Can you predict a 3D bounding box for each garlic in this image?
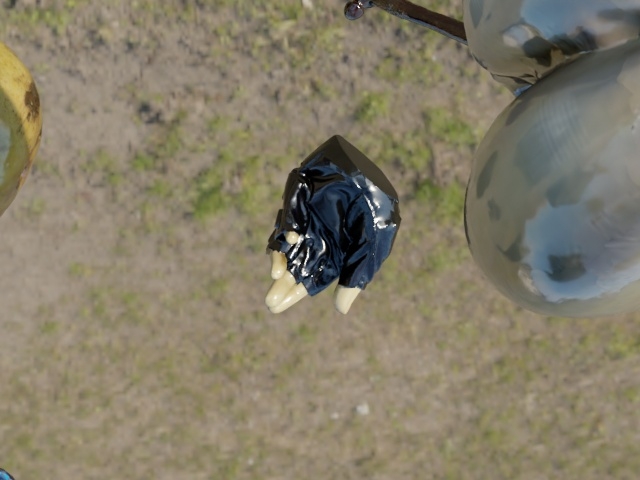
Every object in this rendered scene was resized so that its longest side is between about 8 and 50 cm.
[{"bbox_3d":[0.173,-0.091,0.660,0.246,0.231,0.340,-20,167,-20],"label":"garlic"}]

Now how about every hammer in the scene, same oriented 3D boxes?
[{"bbox_3d":[0.098,-0.184,1.031,0.065,0.178,0.021,-56,146,-6],"label":"hammer"}]

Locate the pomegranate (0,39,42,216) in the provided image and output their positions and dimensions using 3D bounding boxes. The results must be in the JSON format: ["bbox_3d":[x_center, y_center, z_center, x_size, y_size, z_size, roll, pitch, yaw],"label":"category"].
[{"bbox_3d":[-0.436,-0.120,1.344,0.281,0.281,0.281,-5,144,-4],"label":"pomegranate"}]

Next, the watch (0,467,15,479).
[{"bbox_3d":[-0.379,0.338,1.112,0.276,0.068,0.274,-30,152,-25],"label":"watch"}]

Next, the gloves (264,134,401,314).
[{"bbox_3d":[0.000,0.000,1.477,0.164,0.124,0.203,44,107,1],"label":"gloves"}]
